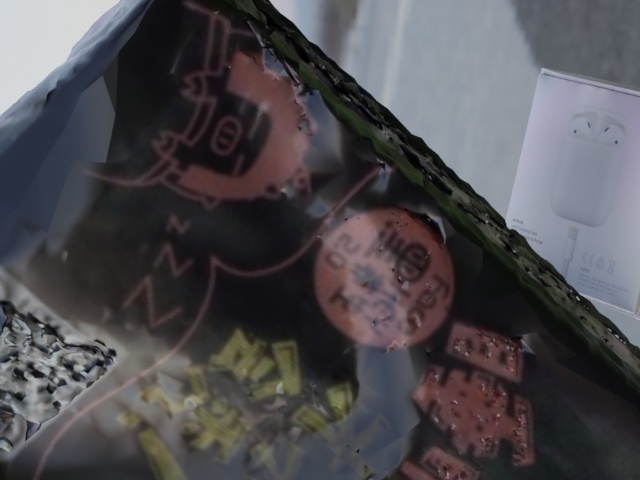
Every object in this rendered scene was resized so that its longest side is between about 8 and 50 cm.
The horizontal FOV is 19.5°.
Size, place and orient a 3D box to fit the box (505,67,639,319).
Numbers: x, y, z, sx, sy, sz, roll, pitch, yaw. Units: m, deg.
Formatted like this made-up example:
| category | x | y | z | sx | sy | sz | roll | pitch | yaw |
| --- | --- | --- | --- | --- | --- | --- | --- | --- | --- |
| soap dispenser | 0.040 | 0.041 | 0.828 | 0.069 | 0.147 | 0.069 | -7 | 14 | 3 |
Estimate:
| category | x | y | z | sx | sy | sz | roll | pitch | yaw |
| --- | --- | --- | --- | --- | --- | --- | --- | --- | --- |
| box | 0.177 | -0.029 | 1.127 | 0.130 | 0.051 | 0.129 | 21 | 101 | 51 |

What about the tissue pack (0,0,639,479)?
| category | x | y | z | sx | sy | sz | roll | pitch | yaw |
| --- | --- | --- | --- | --- | --- | --- | --- | --- | --- |
| tissue pack | -0.019 | 0.068 | 0.775 | 0.245 | 0.332 | 0.123 | -46 | 14 | 9 |
